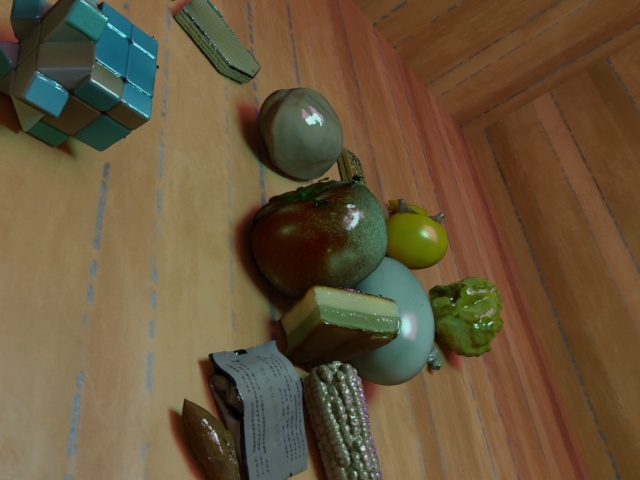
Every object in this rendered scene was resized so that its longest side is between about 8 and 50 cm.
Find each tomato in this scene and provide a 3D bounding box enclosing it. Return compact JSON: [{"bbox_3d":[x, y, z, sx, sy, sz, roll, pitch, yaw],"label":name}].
[{"bbox_3d":[0.000,0.000,1.428,0.303,0.303,0.239,-52,126,-62],"label":"tomato"}]

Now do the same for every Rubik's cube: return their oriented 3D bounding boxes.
[{"bbox_3d":[-0.397,-0.287,1.030,0.213,0.224,0.265,31,44,-44],"label":"Rubik's cube"}]

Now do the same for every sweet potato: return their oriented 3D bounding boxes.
[{"bbox_3d":[-0.162,0.337,1.006,0.068,0.060,0.206,-23,95,-33],"label":"sweet potato"}]

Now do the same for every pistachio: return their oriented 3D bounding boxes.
[{"bbox_3d":[-0.043,-0.275,1.692,0.226,0.207,0.332,-67,157,-5],"label":"pistachio"}]

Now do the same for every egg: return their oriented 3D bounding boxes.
[{"bbox_3d":[0.153,0.180,1.537,0.230,0.230,0.371,45,26,-30],"label":"egg"}]

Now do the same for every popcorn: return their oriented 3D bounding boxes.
[{"bbox_3d":[0.470,0.232,2.060,0.250,0.235,0.242,-32,95,-47],"label":"popcorn"}]

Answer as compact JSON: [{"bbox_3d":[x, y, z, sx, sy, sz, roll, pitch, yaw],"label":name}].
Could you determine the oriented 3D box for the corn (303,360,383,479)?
[{"bbox_3d":[0.049,0.405,1.260,0.126,0.126,0.335,20,51,-53],"label":"corn"}]

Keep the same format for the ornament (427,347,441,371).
[{"bbox_3d":[0.340,0.357,1.914,0.068,0.041,0.092,46,19,-39],"label":"ornament"}]

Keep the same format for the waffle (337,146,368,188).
[{"bbox_3d":[0.102,-0.221,2.062,0.102,0.042,0.148,33,37,-44],"label":"waffle"}]

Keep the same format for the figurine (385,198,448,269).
[{"bbox_3d":[0.297,-0.035,2.086,0.344,0.215,0.187,-85,-175,-65],"label":"figurine"}]

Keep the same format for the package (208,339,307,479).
[{"bbox_3d":[-0.097,0.308,1.150,0.204,0.062,0.251,3,65,-59],"label":"package"}]

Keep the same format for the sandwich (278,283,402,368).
[{"bbox_3d":[0.037,0.193,1.356,0.220,0.186,0.108,12,47,-31],"label":"sandwich"}]

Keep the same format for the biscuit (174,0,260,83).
[{"bbox_3d":[-0.266,-0.521,1.688,0.252,0.052,0.150,48,32,-21],"label":"biscuit"}]
